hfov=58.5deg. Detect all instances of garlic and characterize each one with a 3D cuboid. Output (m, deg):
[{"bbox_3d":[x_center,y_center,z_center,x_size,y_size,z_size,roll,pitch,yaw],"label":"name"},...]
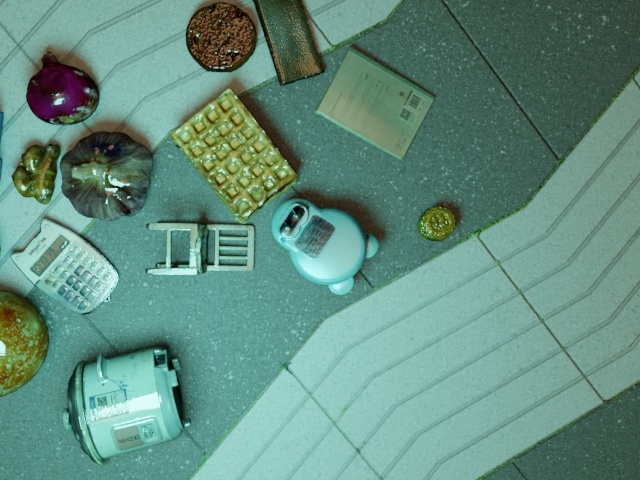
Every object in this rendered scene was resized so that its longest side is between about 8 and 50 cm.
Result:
[{"bbox_3d":[-0.548,-0.166,1.465,0.244,0.160,0.245,0,92,-8],"label":"garlic"}]

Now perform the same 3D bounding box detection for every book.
[{"bbox_3d":[0.156,-0.383,1.606,0.282,0.025,0.215,30,88,-8],"label":"book"}]

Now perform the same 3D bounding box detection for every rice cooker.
[{"bbox_3d":[-0.495,0.410,1.446,0.316,0.264,0.317,-9,125,-13],"label":"rice cooker"}]

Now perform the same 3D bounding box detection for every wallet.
[{"bbox_3d":[-0.088,-0.557,1.565,0.132,0.039,0.243,-20,94,-12],"label":"wallet"}]

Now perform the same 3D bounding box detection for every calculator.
[{"bbox_3d":[-0.669,0.078,1.522,0.268,0.040,0.177,42,88,-7],"label":"calculator"}]

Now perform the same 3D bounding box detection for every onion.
[{"bbox_3d":[-0.672,-0.397,1.454,0.173,0.135,0.198,-27,93,-8],"label":"onion"}]

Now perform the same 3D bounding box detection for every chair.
[{"bbox_3d":[-0.312,0.021,1.510,0.270,0.147,0.136,2,92,-5],"label":"chair"}]

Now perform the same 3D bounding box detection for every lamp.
[{"bbox_3d":[-0.001,0.000,1.542,0.284,0.147,0.209,35,86,-15],"label":"lamp"}]

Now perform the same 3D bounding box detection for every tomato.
[{"bbox_3d":[-0.810,0.249,1.424,0.270,0.222,0.270,3,99,18],"label":"tomato"}]

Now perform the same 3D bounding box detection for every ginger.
[{"bbox_3d":[-0.741,-0.180,1.489,0.103,0.073,0.162,12,85,-21],"label":"ginger"}]

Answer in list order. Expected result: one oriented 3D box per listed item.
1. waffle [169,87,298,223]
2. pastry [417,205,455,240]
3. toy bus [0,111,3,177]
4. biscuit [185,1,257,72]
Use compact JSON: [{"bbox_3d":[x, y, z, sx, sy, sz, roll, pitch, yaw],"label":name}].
[{"bbox_3d":[-0.227,-0.220,1.537,0.213,0.091,0.308,-39,95,-3],"label":"waffle"},{"bbox_3d":[0.330,-0.047,1.627,0.109,0.057,0.097,-34,90,-6],"label":"pastry"},{"bbox_3d":[-0.872,-0.220,1.430,0.133,0.116,0.234,7,98,-21],"label":"toy bus"},{"bbox_3d":[-0.266,-0.545,1.540,0.192,0.049,0.192,0,94,0],"label":"biscuit"}]
